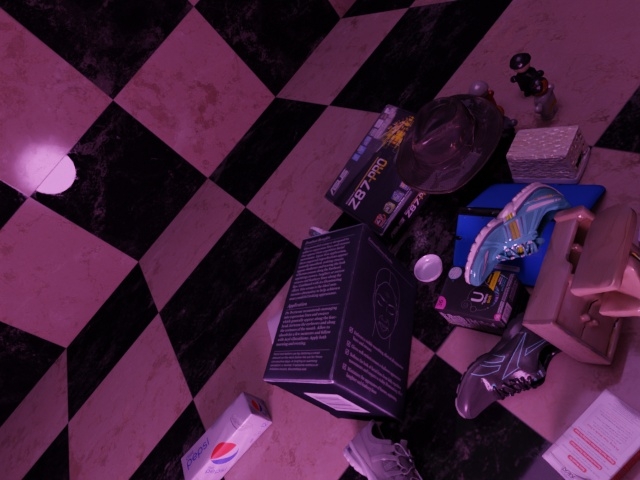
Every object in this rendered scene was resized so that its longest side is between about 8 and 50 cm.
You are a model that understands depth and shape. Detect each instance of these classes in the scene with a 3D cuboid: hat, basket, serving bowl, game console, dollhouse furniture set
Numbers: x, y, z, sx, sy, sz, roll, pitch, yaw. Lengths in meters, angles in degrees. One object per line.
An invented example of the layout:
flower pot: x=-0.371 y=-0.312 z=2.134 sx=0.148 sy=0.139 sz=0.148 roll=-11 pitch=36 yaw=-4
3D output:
hat: x=0.336 y=-0.302 z=1.203 sx=0.331 sy=0.134 sz=0.332 roll=-16 pitch=61 yaw=31
basket: x=0.583 y=-0.221 z=1.103 sx=0.167 sy=0.103 sz=0.113 roll=10 pitch=64 yaw=50
serving bowl: x=0.303 y=0.081 z=1.181 sx=0.083 sy=0.027 sz=0.084 roll=-28 pitch=41 yaw=26
game console: x=0.512 y=-0.024 z=1.065 sx=0.293 sy=0.173 sz=0.251 roll=10 pitch=96 yaw=50
dollhouse furniture set: x=0.565 y=0.058 z=0.677 sx=0.257 sy=0.361 sz=0.394 roll=-62 pitch=12 yaw=-19

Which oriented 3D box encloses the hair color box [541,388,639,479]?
hair color box: x=0.481 y=0.354 z=0.733 sx=0.167 sy=0.053 sz=0.093 roll=-46 pitch=37 yaw=1

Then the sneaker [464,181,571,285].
sneaker: x=0.419 y=-0.006 z=0.921 sx=0.275 sy=0.107 sz=0.110 roll=-49 pitch=55 yaw=4

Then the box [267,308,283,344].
box: x=-0.101 y=0.283 z=1.361 sx=0.101 sy=0.087 sz=0.102 roll=-40 pitch=37 yaw=11

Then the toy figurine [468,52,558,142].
toy figurine: x=0.569 y=-0.423 z=1.263 sx=0.212 sy=0.148 sz=0.210 roll=-28 pitch=41 yaw=25

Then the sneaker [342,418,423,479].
sneaker: x=0.160 y=0.481 z=0.900 sx=0.281 sy=0.105 sz=0.115 roll=19 pitch=72 yaw=52

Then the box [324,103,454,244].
box: x=0.233 y=-0.227 z=1.402 sx=0.395 sy=0.097 sz=0.318 roll=-54 pitch=45 yaw=5

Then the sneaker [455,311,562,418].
sneaker: x=0.385 y=0.267 z=0.870 sx=0.267 sy=0.101 sz=0.106 roll=-50 pitch=39 yaw=-1

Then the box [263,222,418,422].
box: x=0.073 y=0.211 z=1.076 sx=0.211 sy=0.293 sz=0.396 roll=-13 pitch=49 yaw=38

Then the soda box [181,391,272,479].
soda box: x=-0.279 y=0.594 z=1.261 sx=0.286 sy=0.091 sz=0.098 roll=-47 pitch=37 yaw=2

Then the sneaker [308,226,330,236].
sneaker: x=0.000 y=0.000 z=1.539 sx=0.166 sy=0.065 sz=0.076 roll=21 pitch=78 yaw=54

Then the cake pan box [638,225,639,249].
cake pan box: x=0.772 y=-0.084 z=0.819 sx=0.245 sy=0.070 sz=0.267 roll=0 pitch=58 yaw=48

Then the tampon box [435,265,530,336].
tampon box: x=0.375 y=0.140 z=0.991 sx=0.160 sy=0.101 sz=0.121 roll=5 pitch=61 yaw=48
